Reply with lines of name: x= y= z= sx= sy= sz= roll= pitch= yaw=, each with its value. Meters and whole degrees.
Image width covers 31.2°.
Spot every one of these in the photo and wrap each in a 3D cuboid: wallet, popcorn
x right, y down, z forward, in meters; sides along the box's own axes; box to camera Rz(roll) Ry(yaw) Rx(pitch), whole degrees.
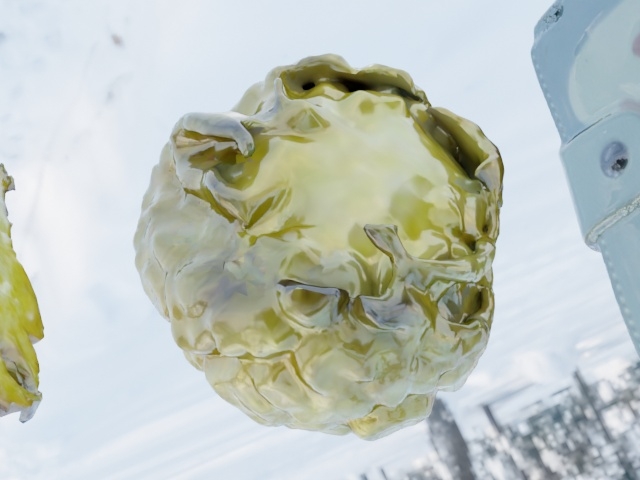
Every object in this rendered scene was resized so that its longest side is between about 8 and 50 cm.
wallet: x=0.296 y=-0.083 z=0.918 sx=0.083 sy=0.360 sz=0.252 roll=4 pitch=150 yaw=-33
popcorn: x=0.000 y=0.000 z=0.711 sx=0.250 sy=0.250 sz=0.190 roll=-19 pitch=135 yaw=-20

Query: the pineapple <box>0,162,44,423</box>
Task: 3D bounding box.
pineapple: x=-0.192 y=0.007 z=0.400 sx=0.164 sy=0.250 sz=0.140 roll=-39 pitch=153 yaw=7
